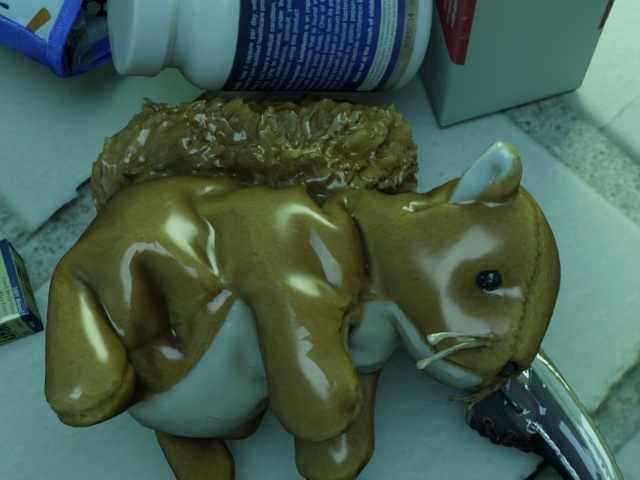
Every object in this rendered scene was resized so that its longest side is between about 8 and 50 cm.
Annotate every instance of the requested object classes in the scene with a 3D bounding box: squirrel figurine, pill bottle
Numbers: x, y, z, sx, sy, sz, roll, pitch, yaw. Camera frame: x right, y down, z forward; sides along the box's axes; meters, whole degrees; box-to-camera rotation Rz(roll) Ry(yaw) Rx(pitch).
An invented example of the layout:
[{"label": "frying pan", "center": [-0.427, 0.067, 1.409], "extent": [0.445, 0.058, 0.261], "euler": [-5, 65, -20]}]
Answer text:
[{"label": "squirrel figurine", "center": [0.000, 0.000, 1.001], "extent": [0.370, 0.281, 0.397], "euler": [-18, 51, 11]}, {"label": "pill bottle", "center": [-0.048, -0.207, 1.053], "extent": [0.265, 0.153, 0.153], "euler": [-3, 68, -21]}]

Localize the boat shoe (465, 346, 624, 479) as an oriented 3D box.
[{"label": "boat shoe", "center": [0.170, 0.140, 1.069], "extent": [0.092, 0.103, 0.285], "euler": [-31, 67, -4]}]

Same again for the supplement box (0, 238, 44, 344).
[{"label": "supplement box", "center": [-0.322, 0.056, 1.141], "extent": [0.083, 0.056, 0.083], "euler": [-20, 70, -5]}]

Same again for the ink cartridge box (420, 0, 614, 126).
[{"label": "ink cartridge box", "center": [0.139, -0.352, 1.156], "extent": [0.160, 0.279, 0.384], "euler": [-16, 70, -4]}]

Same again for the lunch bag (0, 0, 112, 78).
[{"label": "lunch bag", "center": [-0.269, -0.373, 1.209], "extent": [0.328, 0.239, 0.385], "euler": [31, 67, 11]}]
